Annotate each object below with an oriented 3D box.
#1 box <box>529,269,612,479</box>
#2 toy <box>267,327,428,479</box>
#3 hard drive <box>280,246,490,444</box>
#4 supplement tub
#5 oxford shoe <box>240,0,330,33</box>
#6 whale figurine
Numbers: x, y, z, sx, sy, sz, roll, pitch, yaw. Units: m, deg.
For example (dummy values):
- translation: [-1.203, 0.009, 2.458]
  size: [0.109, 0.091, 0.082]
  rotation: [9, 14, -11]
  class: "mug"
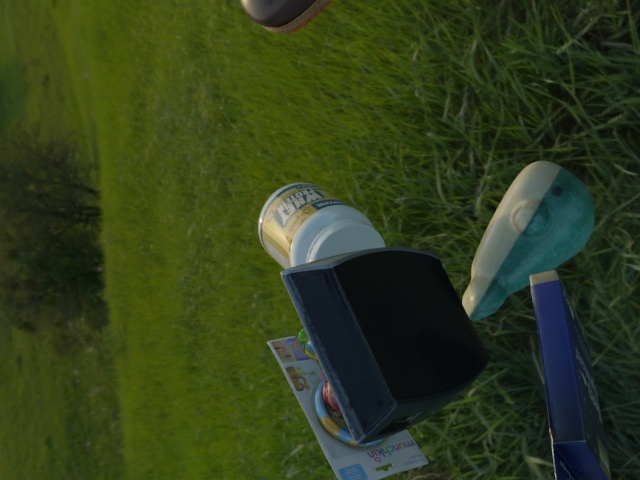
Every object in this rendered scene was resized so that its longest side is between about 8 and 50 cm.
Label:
- translation: [0.262, 0.160, 0.664]
  size: [0.037, 0.136, 0.225]
  rotation: [-14, 49, 27]
  class: "box"
- translation: [0.039, 0.200, 0.856]
  size: [0.237, 0.137, 0.056]
  rotation: [53, 135, 40]
  class: "toy"
- translation: [0.079, 0.083, 0.613]
  size: [0.054, 0.255, 0.172]
  rotation: [-33, 73, 28]
  class: "hard drive"
- translation: [0.000, 0.000, 0.999]
  size: [0.200, 0.144, 0.144]
  rotation: [37, 114, 57]
  class: "supplement tub"
- translation: [-0.009, -0.230, 0.358]
  size: [0.097, 0.098, 0.271]
  rotation: [50, 140, 15]
  class: "oxford shoe"
- translation: [0.320, 0.013, 0.981]
  size: [0.141, 0.216, 0.272]
  rotation: [29, 74, 13]
  class: "whale figurine"
